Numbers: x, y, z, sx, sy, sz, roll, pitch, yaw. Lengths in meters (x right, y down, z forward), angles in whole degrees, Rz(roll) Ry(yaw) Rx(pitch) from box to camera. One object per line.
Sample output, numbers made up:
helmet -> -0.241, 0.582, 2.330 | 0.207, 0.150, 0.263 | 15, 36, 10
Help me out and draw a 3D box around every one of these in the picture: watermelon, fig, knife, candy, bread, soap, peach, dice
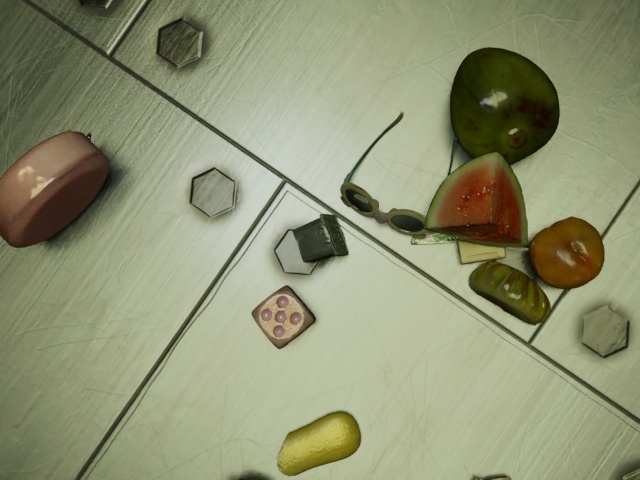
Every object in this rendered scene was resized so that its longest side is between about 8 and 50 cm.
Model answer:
watermelon -> 0.307, -0.054, 1.761 | 0.193, 0.145, 0.137 | -47, 48, 19
fig -> 0.330, -0.258, 1.783 | 0.203, 0.203, 0.225 | -23, 50, 1
knife -> 0.275, -0.011, 1.840 | 0.207, 0.014, 0.030 | -7, 85, 4
candy -> -0.499, -0.099, 1.778 | 0.255, 0.255, 0.094 | -45, 85, -1
bread -> 0.352, 0.091, 1.791 | 0.157, 0.094, 0.083 | 31, 94, 24
soap -> -0.006, 0.384, 1.817 | 0.168, 0.033, 0.089 | -19, 83, 2
peach -> 0.459, 0.026, 1.770 | 0.138, 0.138, 0.138 | 0, 86, 3
dice -> -0.069, 0.144, 1.807 | 0.094, 0.093, 0.091 | -37, 85, 0

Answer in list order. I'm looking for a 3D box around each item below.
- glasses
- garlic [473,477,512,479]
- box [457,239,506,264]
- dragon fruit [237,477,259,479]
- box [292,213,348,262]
glasses -> 0.157, -0.133, 1.815 | 0.189, 0.088, 0.220 | 25, 86, 9
garlic -> 0.328, 0.509, 1.762 | 0.174, 0.099, 0.124 | -2, 101, 2
box -> 0.297, -0.036, 1.823 | 0.087, 0.023, 0.155 | -8, 80, 2
dragon fruit -> -0.130, 0.508, 1.773 | 0.166, 0.136, 0.133 | 28, 47, -2
box -> 0.000, 0.000, 1.805 | 0.069, 0.122, 0.084 | -22, 84, 13
